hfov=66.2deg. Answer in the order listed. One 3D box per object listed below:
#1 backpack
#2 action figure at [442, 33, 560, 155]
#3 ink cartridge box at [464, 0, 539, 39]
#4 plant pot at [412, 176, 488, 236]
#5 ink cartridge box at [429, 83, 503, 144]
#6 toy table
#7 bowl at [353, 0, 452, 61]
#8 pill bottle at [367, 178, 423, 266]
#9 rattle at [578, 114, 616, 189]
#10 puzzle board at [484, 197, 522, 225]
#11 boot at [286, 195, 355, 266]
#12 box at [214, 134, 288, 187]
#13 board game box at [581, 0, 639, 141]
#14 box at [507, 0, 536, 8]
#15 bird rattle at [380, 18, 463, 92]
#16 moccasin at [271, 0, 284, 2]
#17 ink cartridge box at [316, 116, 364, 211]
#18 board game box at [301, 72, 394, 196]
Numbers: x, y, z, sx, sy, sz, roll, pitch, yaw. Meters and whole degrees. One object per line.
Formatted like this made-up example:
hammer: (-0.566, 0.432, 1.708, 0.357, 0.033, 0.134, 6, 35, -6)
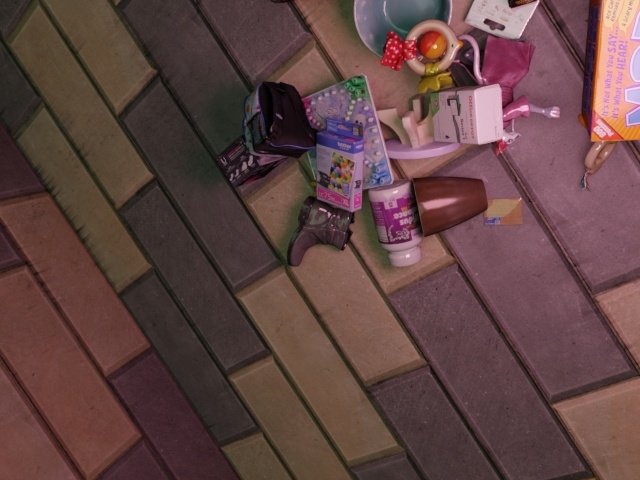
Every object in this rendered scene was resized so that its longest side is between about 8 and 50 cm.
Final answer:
backpack: (-0.160, -0.437, 1.793, 0.213, 0.277, 0.263, -15, 82, 42)
action figure: (0.546, -0.449, 1.511, 0.248, 0.276, 0.369, -17, 67, 63)
ink cartridge box: (0.591, -0.769, 1.538, 0.189, 0.066, 0.232, 29, 124, 12)
plant pot: (0.459, -0.137, 1.724, 0.231, 0.215, 0.215, -11, 102, 12)
ink cartridge box: (0.437, -0.380, 1.483, 0.093, 0.219, 0.160, -17, 109, -18)
toy table: (0.332, -0.388, 1.680, 0.275, 0.252, 0.160, -7, 120, 14)
bowl: (0.279, -0.754, 1.591, 0.312, 0.163, 0.311, 11, 124, 17)
pill bottle: (0.287, -0.063, 1.820, 0.170, 0.169, 0.301, -8, 108, 25)
rattle: (0.845, -0.275, 1.573, 0.143, 0.130, 0.199, 31, 143, 23)
puzzle board: (0.649, -0.103, 1.745, 0.128, 0.011, 0.096, -1, 107, 25)
boot: (0.000, 0.000, 2.008, 0.223, 0.118, 0.338, 23, 121, 7)
box: (-0.266, -0.329, 1.935, 0.163, 0.247, 0.142, -34, 92, 29)
board game box: (0.907, -0.484, 1.285, 0.357, 0.356, 0.355, 2, 116, 23)
box: (0.687, -0.847, 1.402, 0.322, 0.079, 0.256, -11, 89, 17)
bird rattle: (0.323, -0.587, 1.533, 0.253, 0.143, 0.207, 44, 117, 7)
moccasin: (-0.014, -0.931, 1.708, 0.380, 0.139, 0.146, 7, 118, 31)
ink cartridge box: (0.067, -0.273, 1.767, 0.186, 0.065, 0.310, 24, 124, 38)
board game box: (0.062, -0.365, 1.811, 0.390, 0.050, 0.389, -5, 106, 49)
